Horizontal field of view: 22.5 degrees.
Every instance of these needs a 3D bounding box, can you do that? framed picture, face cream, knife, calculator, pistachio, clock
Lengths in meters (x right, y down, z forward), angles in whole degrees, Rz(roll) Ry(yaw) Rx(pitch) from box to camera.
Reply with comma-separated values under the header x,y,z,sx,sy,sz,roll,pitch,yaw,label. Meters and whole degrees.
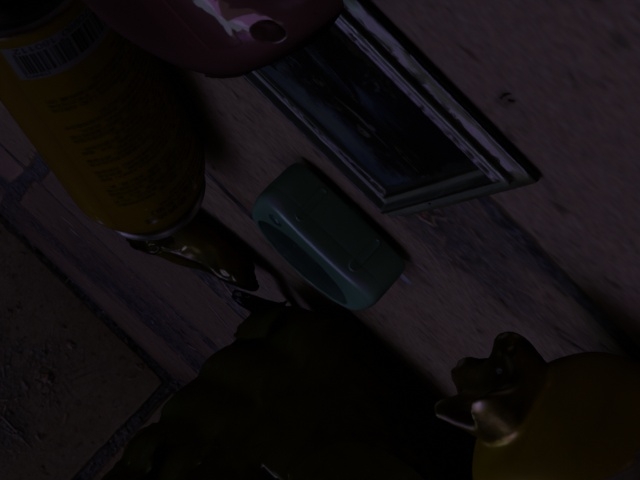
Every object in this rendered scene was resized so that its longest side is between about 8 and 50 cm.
x,y,z,sx,sy,sz,roll,pitch,yaw,label
-0.036,-0.117,0.801,0.296,0.019,0.232,44,169,-6,framed picture
-0.148,-0.091,1.072,0.105,0.105,0.348,38,169,23,face cream
-0.050,0.060,1.430,0.031,0.018,0.121,27,-179,23,knife
-0.112,-0.159,0.744,0.220,0.048,0.330,46,172,-21,calculator
-0.117,0.001,1.449,0.173,0.049,0.089,17,177,44,pistachio
0.000,0.000,1.059,0.101,0.041,0.135,43,170,-3,clock

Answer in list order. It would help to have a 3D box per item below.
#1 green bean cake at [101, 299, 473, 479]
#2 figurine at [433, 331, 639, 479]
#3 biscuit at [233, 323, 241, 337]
x,y,z,sx,sy,sz,roll,pitch,yaw,label
-0.002,0.236,1.332,0.310,0.285,0.202,45,164,-15,green bean cake
0.174,0.138,0.783,0.234,0.127,0.185,58,160,-19,figurine
-0.019,0.137,1.679,0.131,0.025,0.231,44,169,-13,biscuit
